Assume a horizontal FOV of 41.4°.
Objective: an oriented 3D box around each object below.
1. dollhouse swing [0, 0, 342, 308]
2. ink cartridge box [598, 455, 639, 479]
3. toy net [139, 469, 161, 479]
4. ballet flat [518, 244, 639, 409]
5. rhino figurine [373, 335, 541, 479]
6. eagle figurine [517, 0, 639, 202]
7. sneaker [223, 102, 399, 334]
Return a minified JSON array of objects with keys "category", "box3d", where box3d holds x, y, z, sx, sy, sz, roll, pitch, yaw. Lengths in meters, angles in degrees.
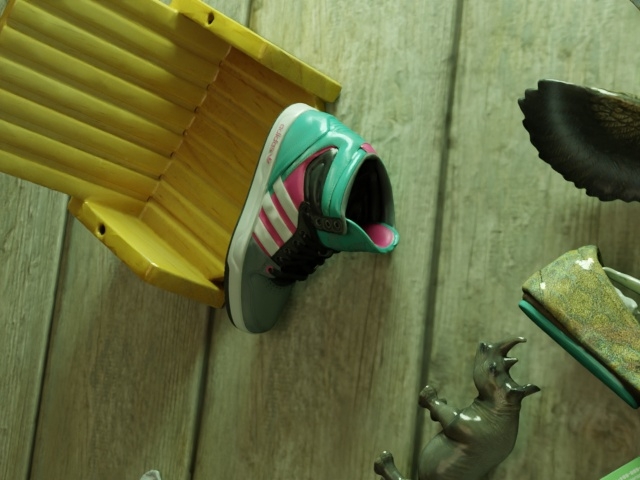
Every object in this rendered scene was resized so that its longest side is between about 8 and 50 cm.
[{"category":"dollhouse swing","box3d":[-0.225,-0.145,1.081,0.315,0.305,0.347,37,102,33]},{"category":"ink cartridge box","box3d":[0.289,0.323,0.729,0.160,0.092,0.219,-33,51,6]},{"category":"toy net","box3d":[-0.237,0.431,1.141,0.122,0.045,0.232,0,81,34]},{"category":"ballet flat","box3d":[0.331,0.135,0.776,0.123,0.123,0.348,-50,59,17]},{"category":"rhino figurine","box3d":[0.152,0.204,0.903,0.106,0.073,0.243,39,102,37]},{"category":"eagle figurine","box3d":[0.353,-0.123,0.785,0.226,0.225,0.298,-16,31,-9]},{"category":"sneaker","box3d":[0.000,0.000,1.019,0.178,0.123,0.296,24,105,34]}]
